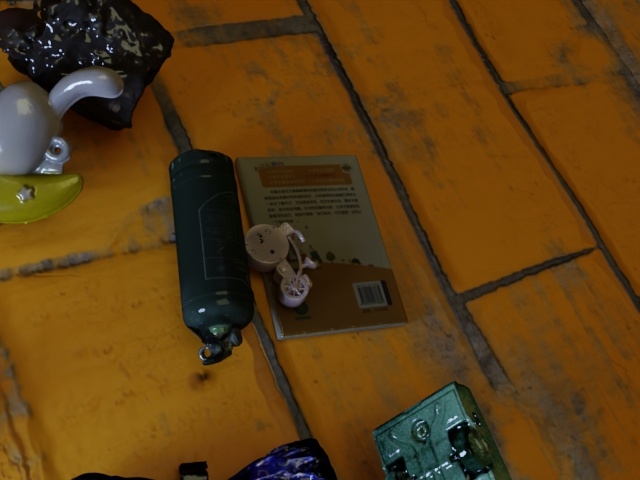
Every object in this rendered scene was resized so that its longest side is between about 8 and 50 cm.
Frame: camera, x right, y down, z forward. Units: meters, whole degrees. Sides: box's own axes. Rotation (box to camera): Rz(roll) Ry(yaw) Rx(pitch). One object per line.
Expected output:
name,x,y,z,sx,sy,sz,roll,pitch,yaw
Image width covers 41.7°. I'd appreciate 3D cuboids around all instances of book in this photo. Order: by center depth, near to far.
book,0.000,0.000,1.254,0.207,0.020,0.295,-4,64,-25

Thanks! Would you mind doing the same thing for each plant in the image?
plant,-0.326,-0.270,1.158,0.234,0.204,0.178,34,85,-12

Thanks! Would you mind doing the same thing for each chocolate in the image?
chocolate,-0.156,0.304,0.961,0.343,0.126,0.148,0,23,-21

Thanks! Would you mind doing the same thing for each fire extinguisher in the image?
fire extinguisher,-0.147,0.027,1.123,0.095,0.114,0.311,-15,65,10

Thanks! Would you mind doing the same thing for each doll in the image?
doll,-0.394,-0.131,1.057,0.237,0.111,0.252,22,92,6

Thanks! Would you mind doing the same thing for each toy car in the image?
toy car,0.175,0.327,0.935,0.097,0.141,0.321,19,41,-50

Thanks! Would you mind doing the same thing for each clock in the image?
clock,-0.052,0.031,1.176,0.087,0.041,0.129,-25,69,-29
